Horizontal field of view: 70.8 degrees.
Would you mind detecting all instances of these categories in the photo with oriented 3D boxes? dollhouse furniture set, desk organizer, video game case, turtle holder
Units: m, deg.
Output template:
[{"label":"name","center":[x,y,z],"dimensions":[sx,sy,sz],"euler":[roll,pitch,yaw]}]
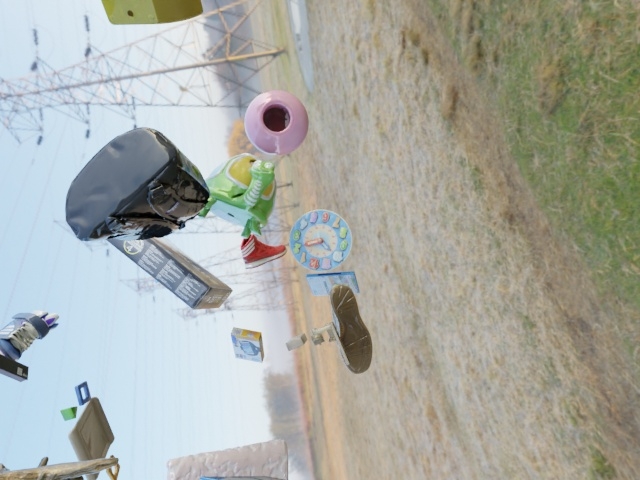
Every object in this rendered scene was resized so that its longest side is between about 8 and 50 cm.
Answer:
[{"label":"dollhouse furniture set","center":[-0.006,0.328,1.339],"dimensions":[0.144,0.151,0.123],"euler":[59,-172,-83]},{"label":"desk organizer","center":[-0.929,0.379,1.322],"dimensions":[0.130,0.050,0.047],"euler":[66,180,-52]},{"label":"video game case","center":[0.043,0.150,1.552],"dimensions":[0.119,0.167,0.015],"euler":[72,-161,-47]},{"label":"turtle holder","center":[-0.255,-0.162,1.416],"dimensions":[0.320,0.244,0.227],"euler":[91,-158,-73]}]

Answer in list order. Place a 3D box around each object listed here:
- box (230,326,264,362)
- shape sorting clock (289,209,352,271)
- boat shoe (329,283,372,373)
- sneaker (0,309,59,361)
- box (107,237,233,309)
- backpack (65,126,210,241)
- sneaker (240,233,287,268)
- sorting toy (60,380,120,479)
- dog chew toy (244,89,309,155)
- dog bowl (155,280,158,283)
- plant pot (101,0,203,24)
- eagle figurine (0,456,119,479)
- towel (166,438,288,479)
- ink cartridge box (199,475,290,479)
[{"label":"box","center":[-0.201,0.297,1.255],"dimensions":[0.028,0.081,0.136],"euler":[-73,-12,-47]},{"label":"shape sorting clock","center":[0.000,0.000,1.464],"dimensions":[0.040,0.207,0.206],"euler":[32,-133,-85]},{"label":"boat shoe","center":[0.094,0.275,1.423],"dimensions":[0.089,0.105,0.284],"euler":[177,81,-84]},{"label":"sneaker","center":[-1.157,0.362,1.775],"dimensions":[0.323,0.236,0.130],"euler":[6,127,58]},{"label":"box","center":[-0.495,0.075,1.471],"dimensions":[0.395,0.097,0.318],"euler":[37,176,6]},{"label":"backpack","center":[-0.417,-0.124,1.108],"dimensions":[0.273,0.290,0.355],"euler":[49,-176,19]},{"label":"sneaker","center":[-0.223,0.022,1.772],"dimensions":[0.221,0.087,0.127],"euler":[-28,-76,-53]},{"label":"sorting toy","center":[-0.711,0.611,1.386],"dimensions":[0.196,0.047,0.347],"euler":[-122,17,-76]},{"label":"dog chew toy","center":[-0.146,-0.381,1.529],"dimensions":[0.332,0.207,0.206],"euler":[-147,46,-85]},{"label":"dog bowl","center":[-0.674,0.089,1.901],"dimensions":[0.297,0.074,0.165],"euler":[150,108,-67]},{"label":"plant pot","center":[-0.461,-0.663,1.162],"dimensions":[0.187,0.213,0.212],"euler":[-71,-18,-44]},{"label":"eagle figurine","center":[-0.396,0.438,0.548],"dimensions":[0.225,0.227,0.297],"euler":[34,-131,-65]},{"label":"towel","center":[-0.229,0.707,1.166],"dimensions":[0.053,0.332,0.316],"euler":[-26,63,52]},{"label":"ink cartridge box","center":[-0.159,0.576,1.004],"dimensions":[0.191,0.140,0.082],"euler":[24,-121,-41]}]
